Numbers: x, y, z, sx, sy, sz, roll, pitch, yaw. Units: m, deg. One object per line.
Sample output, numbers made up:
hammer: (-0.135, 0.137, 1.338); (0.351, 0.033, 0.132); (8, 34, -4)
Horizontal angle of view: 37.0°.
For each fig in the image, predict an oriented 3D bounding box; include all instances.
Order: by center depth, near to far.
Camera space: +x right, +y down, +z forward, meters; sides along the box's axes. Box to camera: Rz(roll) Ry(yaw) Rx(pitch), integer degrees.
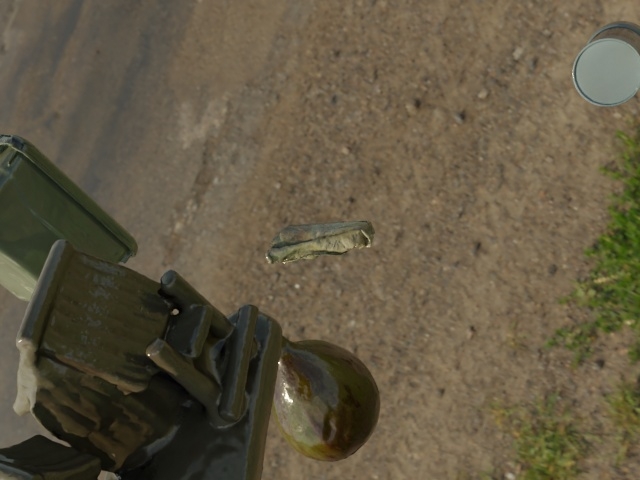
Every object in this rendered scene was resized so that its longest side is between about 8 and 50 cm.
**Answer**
fig: (-0.008, 0.147, 0.944); (0.103, 0.154, 0.109); (-8, 46, 47)

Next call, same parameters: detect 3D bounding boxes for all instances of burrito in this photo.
burrito: (0.000, 0.000, 1.300); (0.149, 0.041, 0.055); (-8, 37, 5)

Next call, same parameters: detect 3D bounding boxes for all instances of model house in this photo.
model house: (-0.132, 0.110, 0.632); (0.122, 0.188, 0.229); (-16, 47, 33)

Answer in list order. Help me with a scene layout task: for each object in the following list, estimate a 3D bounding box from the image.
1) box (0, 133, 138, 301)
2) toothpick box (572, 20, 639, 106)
box: (-0.265, -0.009, 0.861); (0.124, 0.172, 0.092); (5, 57, 44)
toothpick box: (0.434, -0.264, 1.414); (0.101, 0.101, 0.153); (-43, -1, 31)
